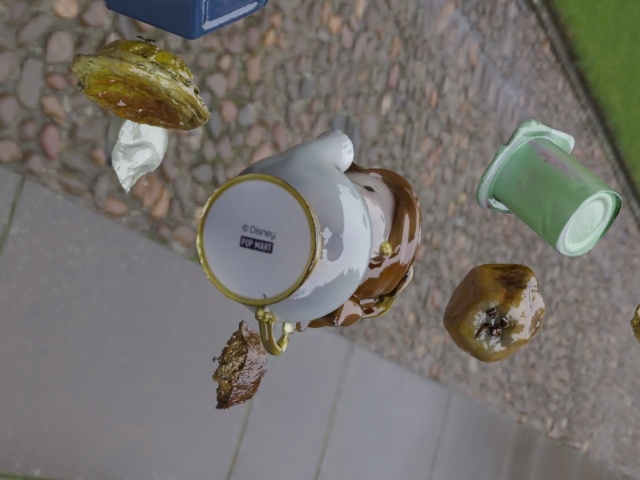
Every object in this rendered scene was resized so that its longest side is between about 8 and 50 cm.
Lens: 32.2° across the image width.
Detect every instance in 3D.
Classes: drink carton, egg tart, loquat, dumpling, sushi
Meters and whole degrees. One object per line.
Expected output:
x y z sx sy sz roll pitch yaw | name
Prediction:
0.317 -0.059 1.507 0.146 0.142 0.144 9 121 -49 | drink carton
-0.153 -0.138 0.969 0.130 0.130 0.052 44 60 -59 | egg tart
0.211 0.087 1.338 0.113 0.137 0.137 59 41 -12 | loquat
-0.302 -0.142 1.784 0.169 0.100 0.134 163 -54 -71 | dumpling
-0.103 0.155 1.367 0.060 0.061 0.117 10 90 -32 | sushi

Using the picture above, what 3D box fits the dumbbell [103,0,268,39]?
-0.094 -0.306 0.820 0.316 0.144 0.156 107 -24 -54 | dumbbell

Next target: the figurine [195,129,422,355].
0.000 0.000 0.946 0.263 0.142 0.189 0 108 -68 | figurine

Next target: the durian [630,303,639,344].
0.537 0.152 1.462 0.305 0.196 0.185 27 38 -47 | durian
